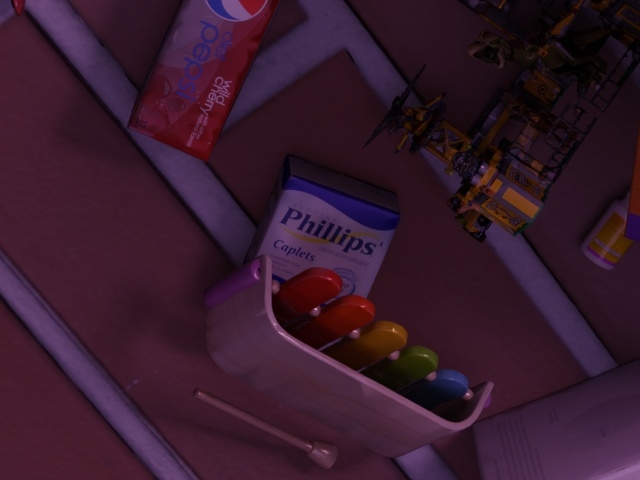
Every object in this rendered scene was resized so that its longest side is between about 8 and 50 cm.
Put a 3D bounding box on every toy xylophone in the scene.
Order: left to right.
[{"bbox_3d":[0.006,0.139,2.009,0.323,0.081,0.236,35,142,-30],"label":"toy xylophone"}]

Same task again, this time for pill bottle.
[{"bbox_3d":[0.311,-0.013,2.018,0.043,0.043,0.083,32,107,-11],"label":"pill bottle"}]

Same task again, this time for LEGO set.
[{"bbox_3d":[0.171,-0.181,1.852,0.192,0.255,0.331,34,103,-12],"label":"LEGO set"}]

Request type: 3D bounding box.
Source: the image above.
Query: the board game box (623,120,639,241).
[{"bbox_3d":[0.489,-0.187,1.660,0.356,0.356,0.356,16,153,13],"label":"board game box"}]

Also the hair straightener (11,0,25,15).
[{"bbox_3d":[-0.350,-0.329,1.893,0.089,0.047,0.230,-7,110,1],"label":"hair straightener"}]

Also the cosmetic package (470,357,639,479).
[{"bbox_3d":[0.291,0.253,2.018,0.225,0.224,0.138,-21,108,7],"label":"cosmetic package"}]

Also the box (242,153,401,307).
[{"bbox_3d":[0.000,0.000,2.004,0.126,0.072,0.137,20,108,-8],"label":"box"}]

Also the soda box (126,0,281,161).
[{"bbox_3d":[-0.098,-0.218,1.918,0.092,0.083,0.263,23,108,-8],"label":"soda box"}]
